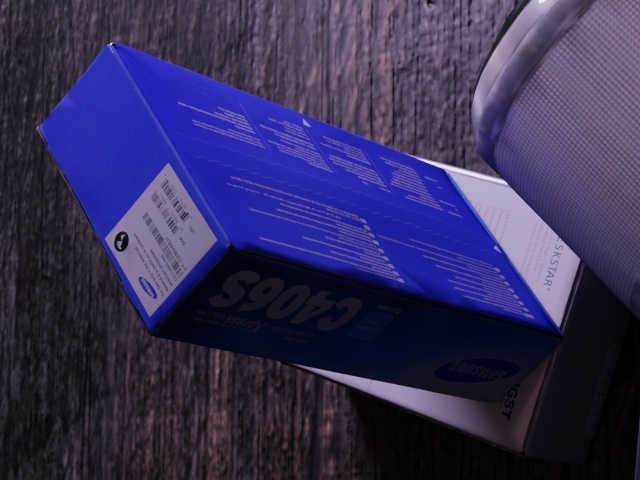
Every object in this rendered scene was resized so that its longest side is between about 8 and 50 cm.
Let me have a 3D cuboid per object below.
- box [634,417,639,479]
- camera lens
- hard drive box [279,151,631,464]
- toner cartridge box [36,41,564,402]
[{"bbox_3d":[0.288,0.243,1.050,0.184,0.103,0.261,-1,79,40],"label":"box"},{"bbox_3d":[0.243,-0.054,1.013,0.219,0.219,0.274,-49,68,18],"label":"camera lens"},{"bbox_3d":[0.102,0.041,1.244,0.232,0.089,0.181,19,91,39],"label":"hard drive box"},{"bbox_3d":[0.000,0.000,1.052,0.075,0.348,0.165,-45,56,21],"label":"toner cartridge box"}]
